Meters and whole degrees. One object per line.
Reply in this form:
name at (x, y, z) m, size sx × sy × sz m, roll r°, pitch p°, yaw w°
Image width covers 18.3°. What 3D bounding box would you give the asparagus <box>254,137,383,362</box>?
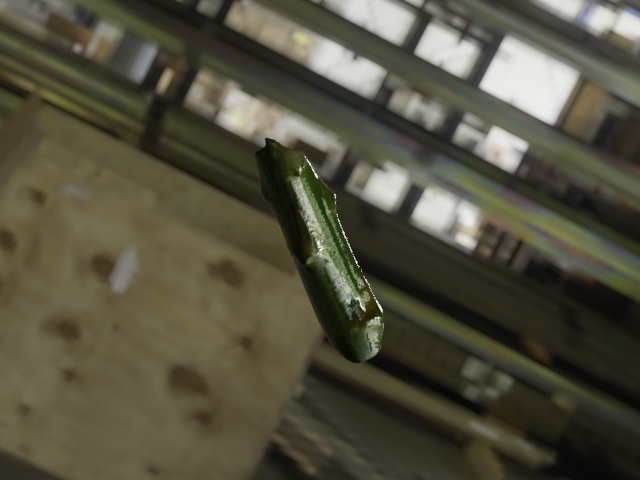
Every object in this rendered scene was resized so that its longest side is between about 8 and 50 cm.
asparagus at (-0.001, 0.000, 0.745) m, size 0.021 × 0.025 × 0.108 m, roll -112°, pitch 179°, yaw -56°
